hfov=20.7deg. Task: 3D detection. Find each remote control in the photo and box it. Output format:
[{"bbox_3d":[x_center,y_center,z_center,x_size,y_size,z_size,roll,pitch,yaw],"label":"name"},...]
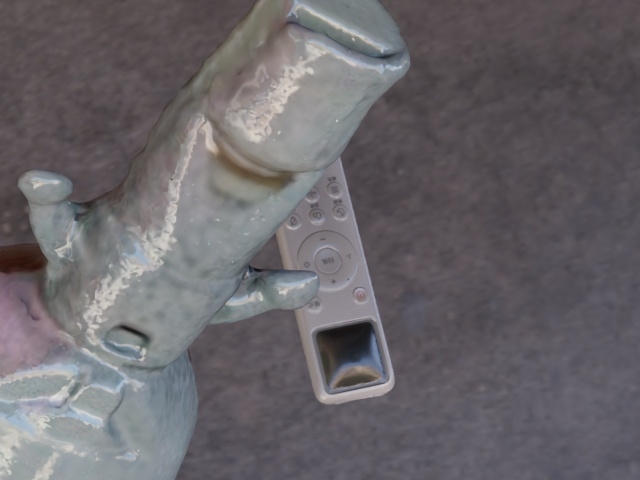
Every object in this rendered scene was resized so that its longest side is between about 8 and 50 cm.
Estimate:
[{"bbox_3d":[0.000,0.000,1.388,0.067,0.029,0.261,-10,78,-15],"label":"remote control"}]

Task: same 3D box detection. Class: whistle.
[{"bbox_3d":[-0.089,0.030,0.707,0.142,0.346,0.133,38,30,-4],"label":"whistle"}]
